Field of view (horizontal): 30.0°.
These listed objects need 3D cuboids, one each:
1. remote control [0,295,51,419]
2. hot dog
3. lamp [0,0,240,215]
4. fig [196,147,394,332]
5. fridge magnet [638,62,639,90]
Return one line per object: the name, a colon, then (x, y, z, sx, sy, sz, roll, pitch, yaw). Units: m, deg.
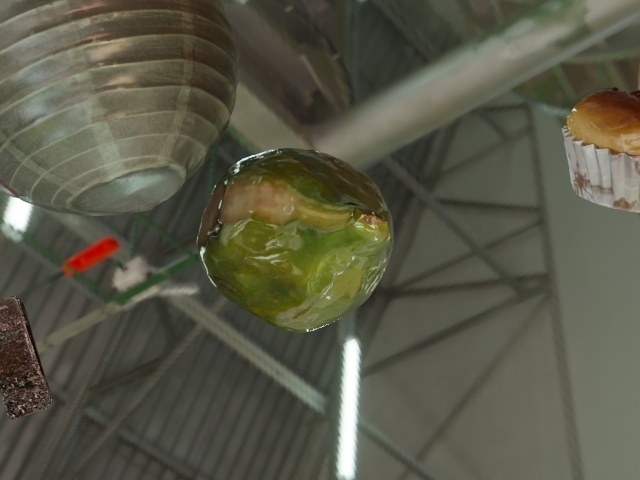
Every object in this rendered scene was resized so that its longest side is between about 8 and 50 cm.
remote control: (-0.245, 0.094, 0.958, 0.014, 0.039, 0.096, 79, 172, -79)
hot dog: (0.264, -0.045, 0.683, 0.131, 0.252, 0.069, -60, -25, -73)
lamp: (-0.181, -0.135, 0.919, 0.265, 0.233, 0.233, 99, 155, -71)
fig: (0.000, 0.000, 1.214, 0.206, 0.275, 0.206, 0, -90, -29)
fridge magnet: (0.323, -0.105, 1.060, 0.143, 0.063, 0.143, -20, -90, -82)
